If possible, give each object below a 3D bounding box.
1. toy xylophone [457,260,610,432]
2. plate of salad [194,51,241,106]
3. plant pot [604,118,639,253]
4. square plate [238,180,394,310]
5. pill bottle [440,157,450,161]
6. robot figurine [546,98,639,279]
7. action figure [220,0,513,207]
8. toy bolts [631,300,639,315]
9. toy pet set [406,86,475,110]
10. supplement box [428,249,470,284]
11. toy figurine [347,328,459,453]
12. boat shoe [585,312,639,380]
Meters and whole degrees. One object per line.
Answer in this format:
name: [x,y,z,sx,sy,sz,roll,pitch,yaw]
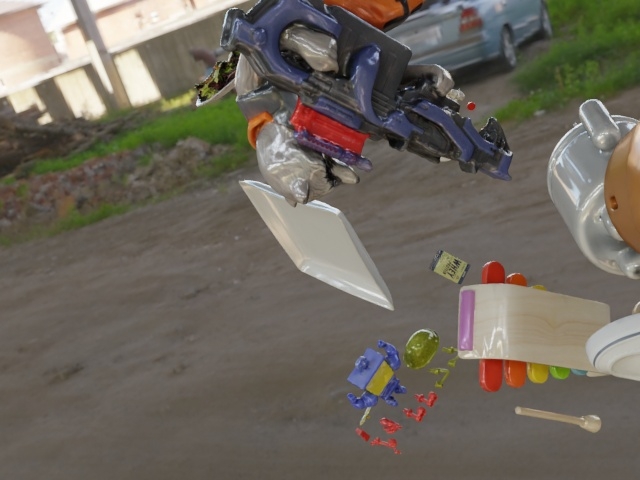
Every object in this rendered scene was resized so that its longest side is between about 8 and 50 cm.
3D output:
toy xylophone: [0.356,0.175,1.320,0.322,0.236,0.081,21,-20,-28]
plate of salad: [-0.176,-0.338,1.606,0.199,0.048,0.200,-37,23,19]
plant pot: [0.489,-0.072,1.019,0.290,0.291,0.203,-22,1,-7]
square plate: [0.000,0.000,1.947,0.347,0.344,0.049,21,62,44]
pill bottle: [0.230,-0.213,1.676,0.078,0.078,0.137,-22,24,-7]
robot figurine: [0.484,-0.078,1.330,0.199,0.300,0.353,-19,27,10]
action figure: [0.042,-0.175,0.807,0.178,0.341,0.330,4,68,54]
toy bolts: [0.580,0.173,1.269,0.218,0.228,0.158,-59,2,-5]
toy pet set: [0.200,-0.234,1.502,0.122,0.114,0.065,-55,13,23]
supplement box: [0.321,0.066,2.062,0.056,0.083,0.083,-63,-3,1]
toy figurine: [0.187,0.357,2.216,0.363,0.217,0.191,-54,36,-10]
boat shoe: [0.410,0.126,0.850,0.257,0.095,0.084,-4,47,6]
